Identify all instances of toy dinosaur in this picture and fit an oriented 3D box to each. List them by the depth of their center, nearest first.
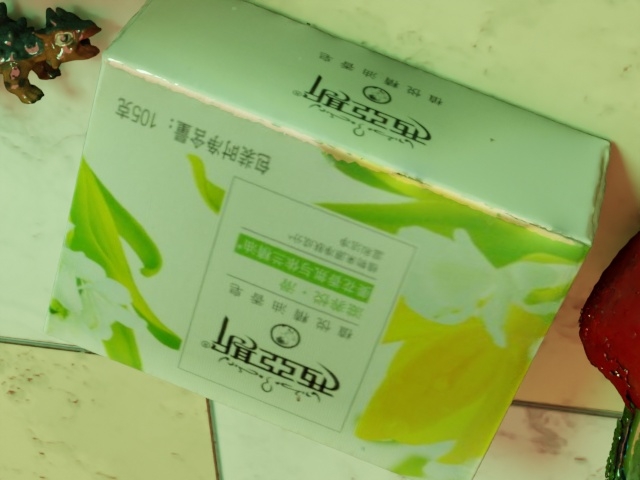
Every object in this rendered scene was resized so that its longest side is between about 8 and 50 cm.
[{"bbox_3d":[-0.192,-0.103,0.790,0.154,0.049,0.055,-4,124,14],"label":"toy dinosaur"}]

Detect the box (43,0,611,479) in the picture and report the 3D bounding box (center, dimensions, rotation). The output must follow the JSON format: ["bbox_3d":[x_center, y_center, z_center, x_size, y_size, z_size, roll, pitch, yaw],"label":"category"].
[{"bbox_3d":[0.000,0.000,0.765,0.260,0.111,0.194,19,127,1],"label":"box"}]

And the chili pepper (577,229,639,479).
[{"bbox_3d":[0.218,-0.014,0.693,0.110,0.110,0.387,25,122,0],"label":"chili pepper"}]
